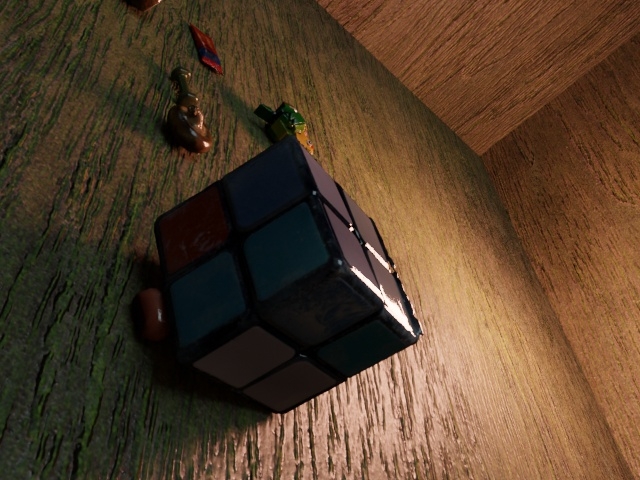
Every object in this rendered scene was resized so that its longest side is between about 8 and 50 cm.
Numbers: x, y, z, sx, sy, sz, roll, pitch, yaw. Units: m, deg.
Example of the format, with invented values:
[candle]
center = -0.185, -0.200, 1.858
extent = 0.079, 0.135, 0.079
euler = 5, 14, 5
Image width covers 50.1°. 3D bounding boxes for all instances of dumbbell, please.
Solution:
[dumbbell]
center = -0.343, -0.384, 1.720
extent = 0.052, 0.046, 0.118
euler = 18, 40, -42

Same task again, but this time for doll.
[doll]
center = -0.093, -0.312, 1.973
extent = 0.186, 0.106, 0.134
euler = 56, 31, 11

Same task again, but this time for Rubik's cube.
[Rubik's cube]
center = -0.060, 0.070, 1.188
extent = 0.313, 0.318, 0.316
euler = 43, 20, -48

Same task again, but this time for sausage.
[sausage]
center = -0.272, 0.120, 1.117
extent = 0.054, 0.059, 0.094
euler = 7, 46, -38

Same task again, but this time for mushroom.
[mushroom]
center = -0.301, -0.255, 1.569
extent = 0.126, 0.085, 0.109
euler = 61, -9, 25

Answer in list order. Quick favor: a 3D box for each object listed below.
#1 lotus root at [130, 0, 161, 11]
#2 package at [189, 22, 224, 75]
[lotus root]
center = -0.467, -0.672, 1.836
extent = 0.081, 0.112, 0.122
euler = 54, 32, -27
[package]
center = -0.335, -0.563, 2.013
extent = 0.083, 0.022, 0.200
euler = 24, 34, -45
